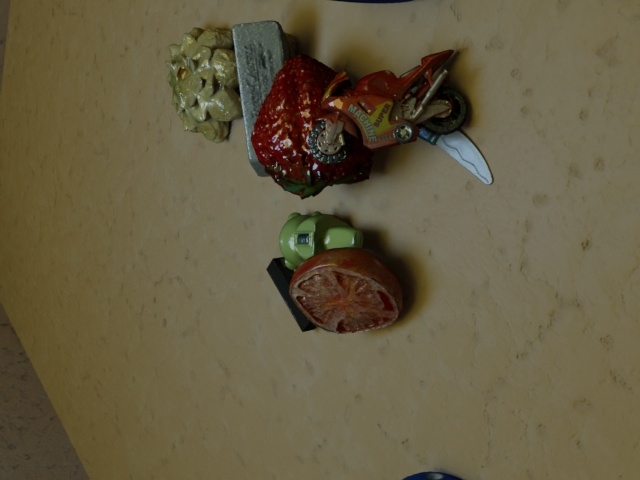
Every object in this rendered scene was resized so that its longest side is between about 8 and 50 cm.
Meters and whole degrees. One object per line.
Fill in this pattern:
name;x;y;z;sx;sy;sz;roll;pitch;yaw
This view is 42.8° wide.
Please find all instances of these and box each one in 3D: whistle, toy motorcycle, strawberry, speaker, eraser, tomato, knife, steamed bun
whistle;0.000;0.000;1.770;0.288;0.106;0.131;-1;84;54
toy motorcycle;0.113;-0.242;1.479;0.089;0.298;0.171;46;-150;-80
strawberry;-0.023;-0.238;1.647;0.250;0.238;0.288;-7;82;12
speaker;-0.063;0.125;1.929;0.191;0.040;0.046;58;134;28
eraser;-0.114;-0.306;1.811;0.112;0.077;0.352;-3;107;10
tomato;0.057;0.095;1.668;0.237;0.237;0.095;-43;21;47
knife;0.234;-0.185;1.511;0.244;0.032;0.058;40;118;35
steamed bun;-0.309;-0.391;2.073;0.292;0.137;0.295;53;132;27

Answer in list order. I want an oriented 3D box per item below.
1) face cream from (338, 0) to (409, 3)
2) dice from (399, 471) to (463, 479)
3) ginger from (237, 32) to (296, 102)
face cream;0.068;-0.558;1.476;0.249;0.249;0.224;16;103;50
dice;0.217;0.538;1.566;0.143;0.146;0.146;17;110;51
ginger;-0.123;-0.315;1.895;0.148;0.081;0.333;4;109;14
